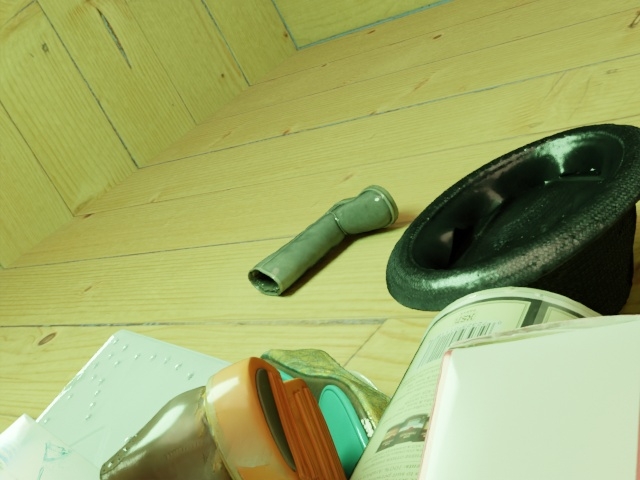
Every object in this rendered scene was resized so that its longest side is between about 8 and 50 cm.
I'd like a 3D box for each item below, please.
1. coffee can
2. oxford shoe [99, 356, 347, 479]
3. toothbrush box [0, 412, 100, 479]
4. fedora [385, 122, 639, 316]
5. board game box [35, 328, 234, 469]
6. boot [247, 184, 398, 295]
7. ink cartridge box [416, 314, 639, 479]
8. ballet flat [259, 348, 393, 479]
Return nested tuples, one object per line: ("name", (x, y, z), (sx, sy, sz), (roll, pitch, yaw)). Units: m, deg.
("coffee can", (0.124, 0.191, 0.768), (0.202, 0.201, 0.275), (-16, 23, 34))
("oxford shoe", (-0.059, 0.182, 0.825), (0.133, 0.130, 0.363), (-23, -26, 4))
("toothbrush box", (-0.203, 0.310, 0.824), (0.296, 0.126, 0.216), (29, 52, 26))
("fedora", (0.238, 0.014, 1.129), (0.334, 0.152, 0.334), (-25, 19, 10))
("board game box", (-0.277, 0.284, 1.214), (0.390, 0.050, 0.390), (-50, 26, -20))
("boot", (0.002, 0.002, 1.616), (0.208, 0.076, 0.190), (-32, 4, -29))
("ink cartridge box", (0.153, 0.205, 0.510), (0.117, 0.283, 0.207), (-14, 40, 32))
("ballet flat", (0.032, 0.185, 1.075), (0.123, 0.123, 0.348), (-34, 21, -15))
